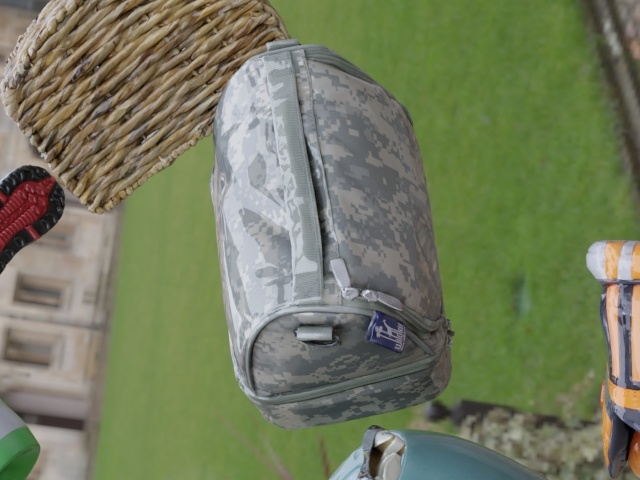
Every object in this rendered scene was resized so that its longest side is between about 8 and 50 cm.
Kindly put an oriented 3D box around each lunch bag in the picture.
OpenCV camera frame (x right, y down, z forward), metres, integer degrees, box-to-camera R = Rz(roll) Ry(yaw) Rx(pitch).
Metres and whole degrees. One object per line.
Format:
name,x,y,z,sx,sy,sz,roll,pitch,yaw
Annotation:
lunch bag,0.000,0.000,1.245,0.256,0.213,0.305,67,-167,-60

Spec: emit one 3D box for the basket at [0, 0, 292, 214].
basket,-0.201,-0.212,1.500,0.299,0.213,0.223,-36,20,5

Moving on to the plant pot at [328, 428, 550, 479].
plant pot,0.111,0.324,1.319,0.293,0.235,0.293,-50,13,16

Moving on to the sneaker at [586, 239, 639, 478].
sneaker,0.265,0.090,1.005,0.321,0.125,0.180,0,-89,-60

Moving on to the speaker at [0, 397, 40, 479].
speaker,-0.455,0.175,1.490,0.131,0.296,0.131,-50,-12,-15

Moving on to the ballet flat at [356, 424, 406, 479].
ballet flat,0.054,0.184,1.121,0.114,0.041,0.041,-70,-4,-61

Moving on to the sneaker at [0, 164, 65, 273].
sneaker,-0.411,0.015,1.575,0.125,0.104,0.262,-32,5,45
